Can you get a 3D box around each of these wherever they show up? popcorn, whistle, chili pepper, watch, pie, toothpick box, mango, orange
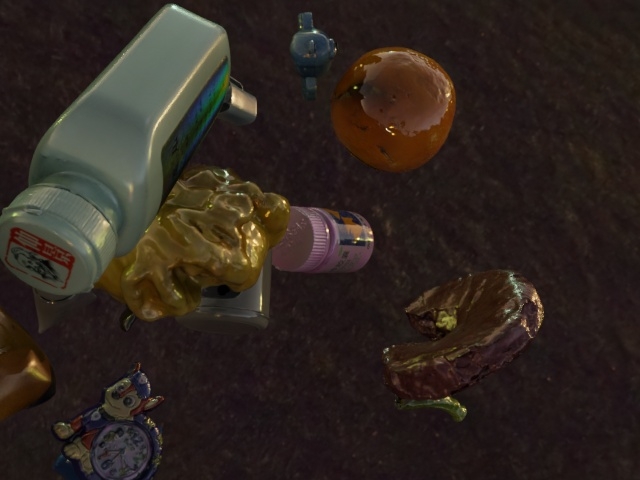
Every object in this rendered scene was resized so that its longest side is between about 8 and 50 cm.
[{"bbox_3d":[-0.222,-0.016,1.059,0.297,0.281,0.316,6,33,25],"label":"popcorn"},{"bbox_3d":[-0.019,-0.381,1.407,0.093,0.269,0.180,-4,97,-3],"label":"whistle"},{"bbox_3d":[0.234,0.336,1.434,0.201,0.050,0.052,23,41,-36],"label":"chili pepper"},{"bbox_3d":[-0.355,0.340,1.171,0.196,0.200,0.171,-38,94,-32],"label":"watch"},{"bbox_3d":[0.170,0.108,0.842,0.054,0.204,0.219,59,27,-14],"label":"pie"},{"bbox_3d":[-0.207,0.047,1.579,0.228,0.229,0.317,11,70,-22],"label":"toothpick box"},{"bbox_3d":[-0.519,0.153,1.001,0.287,0.201,0.152,42,62,8],"label":"mango"},{"bbox_3d":[0.137,-0.251,1.339,0.246,0.246,0.246,15,49,-18],"label":"orange"}]

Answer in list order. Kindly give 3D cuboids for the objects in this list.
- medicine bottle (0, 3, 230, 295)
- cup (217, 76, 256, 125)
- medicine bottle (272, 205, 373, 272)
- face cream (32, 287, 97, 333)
[{"bbox_3d":[-0.136,-0.063,0.479,0.083,0.121,0.229,24,44,-7],"label":"medicine bottle"},{"bbox_3d":[-0.256,-0.406,1.973,0.129,0.095,0.128,17,68,-56],"label":"cup"},{"bbox_3d":[0.000,0.000,1.855,0.290,0.178,0.178,4,50,-55],"label":"medicine bottle"},{"bbox_3d":[-0.523,0.114,1.397,0.143,0.314,0.089,-35,79,-24],"label":"face cream"}]
